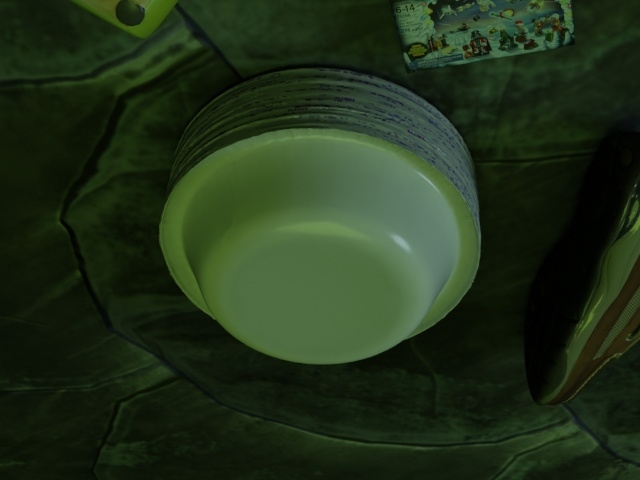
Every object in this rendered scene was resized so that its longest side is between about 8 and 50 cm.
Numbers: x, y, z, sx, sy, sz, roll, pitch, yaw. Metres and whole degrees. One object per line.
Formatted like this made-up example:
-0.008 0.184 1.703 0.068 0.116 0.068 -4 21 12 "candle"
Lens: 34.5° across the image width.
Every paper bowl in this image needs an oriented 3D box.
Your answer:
0.000 0.000 0.915 0.284 0.148 0.284 2 135 2 "paper bowl"

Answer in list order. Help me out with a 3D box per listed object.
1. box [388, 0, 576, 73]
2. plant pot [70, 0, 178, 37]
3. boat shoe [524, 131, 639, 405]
0.124 -0.184 0.798 0.137 0.027 0.094 -8 133 14 "box"
-0.129 -0.270 0.607 0.228 0.207 0.227 28 131 -23 "plant pot"
0.280 0.045 0.955 0.120 0.122 0.324 7 137 -6 "boat shoe"
